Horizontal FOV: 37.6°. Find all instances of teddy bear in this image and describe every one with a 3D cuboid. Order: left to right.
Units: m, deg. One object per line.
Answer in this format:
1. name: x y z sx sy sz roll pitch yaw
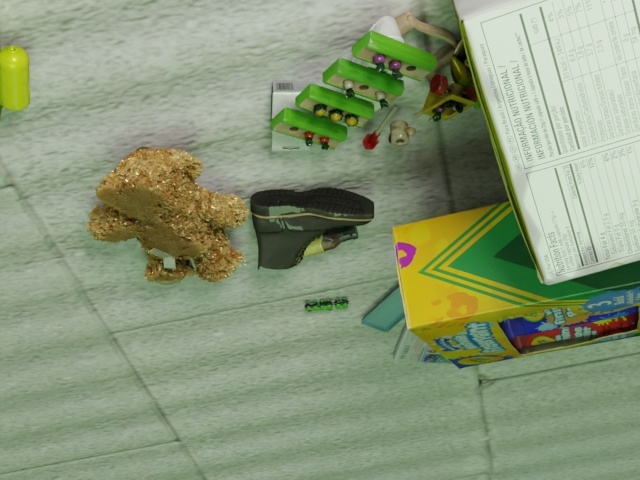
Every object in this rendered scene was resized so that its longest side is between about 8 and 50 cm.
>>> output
1. teddy bear: -0.235 -0.036 1.487 0.245 0.113 0.338 -13 143 24

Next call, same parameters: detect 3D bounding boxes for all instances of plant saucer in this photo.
1. plant saucer: 0.155 0.105 1.737 0.067 0.018 0.192 23 129 -28

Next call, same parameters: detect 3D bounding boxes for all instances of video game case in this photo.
1. video game case: 0.229 0.187 1.834 0.143 0.019 0.157 4 136 -11

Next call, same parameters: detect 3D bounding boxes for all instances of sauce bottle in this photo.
1. sauce bottle: 0.000 0.000 1.588 0.128 0.042 0.042 -16 137 7

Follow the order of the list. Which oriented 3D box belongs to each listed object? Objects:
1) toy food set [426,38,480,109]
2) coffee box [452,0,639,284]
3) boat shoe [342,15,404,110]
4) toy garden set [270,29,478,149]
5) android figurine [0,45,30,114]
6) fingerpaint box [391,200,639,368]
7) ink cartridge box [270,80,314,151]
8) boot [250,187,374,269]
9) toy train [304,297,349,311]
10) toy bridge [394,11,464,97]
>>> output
1. toy food set: 0.245 -0.249 1.322 0.192 0.038 0.132 -28 134 6
2. coffee box: 0.355 -0.206 1.120 0.335 0.337 0.338 -17 115 13
3. boat shoe: 0.069 -0.241 1.314 0.066 0.063 0.184 2 154 -9
4. toy garden set: 0.080 -0.177 1.314 0.204 0.049 0.244 14 150 -31
5. android figurine: -0.516 -0.239 1.257 0.248 0.056 0.272 6 138 -13
6. fingerpaint box: 0.346 0.071 1.467 0.371 0.163 0.445 -12 162 14
7. ink cartridge box: -0.042 -0.183 1.393 0.063 0.029 0.115 -1 138 -6
8. boot: -0.012 -0.011 1.532 0.198 0.077 0.137 5 123 7
9. toy train: 0.011 0.120 1.736 0.083 0.017 0.023 -6 148 -1
10. toy bridge: 0.173 -0.258 1.339 0.063 0.026 0.188 -30 133 22
